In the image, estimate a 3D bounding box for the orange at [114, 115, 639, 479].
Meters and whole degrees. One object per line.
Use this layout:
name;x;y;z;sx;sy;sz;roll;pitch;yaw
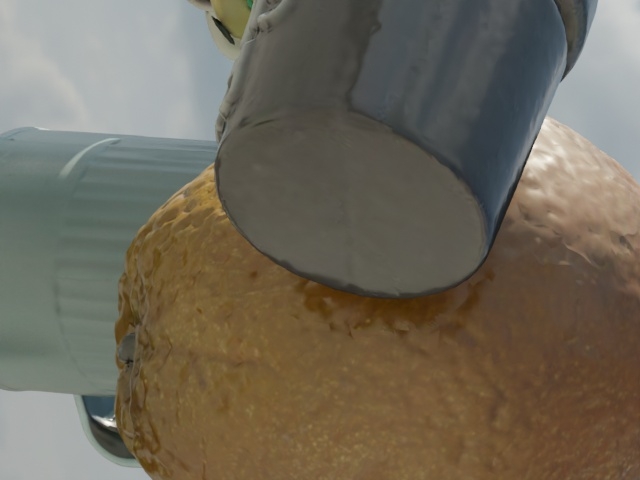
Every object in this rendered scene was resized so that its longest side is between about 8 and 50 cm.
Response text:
orange;0.050;0.067;1.166;0.322;0.357;0.322;-179;-90;-84

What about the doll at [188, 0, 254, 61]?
doll;-0.122;-0.288;1.860;0.271;0.144;0.208;45;-25;12

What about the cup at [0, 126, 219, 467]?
cup;-0.160;0.060;1.760;0.311;0.257;0.331;3;-92;30

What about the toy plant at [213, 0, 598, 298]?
toy plant;0.060;-0.171;1.047;0.185;0.279;0.400;-21;-142;41
